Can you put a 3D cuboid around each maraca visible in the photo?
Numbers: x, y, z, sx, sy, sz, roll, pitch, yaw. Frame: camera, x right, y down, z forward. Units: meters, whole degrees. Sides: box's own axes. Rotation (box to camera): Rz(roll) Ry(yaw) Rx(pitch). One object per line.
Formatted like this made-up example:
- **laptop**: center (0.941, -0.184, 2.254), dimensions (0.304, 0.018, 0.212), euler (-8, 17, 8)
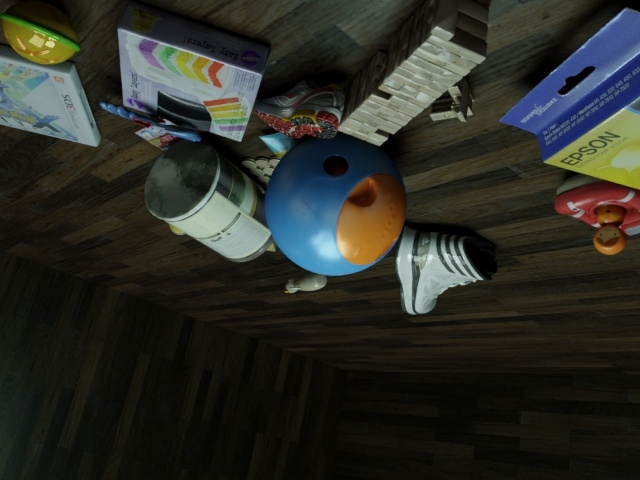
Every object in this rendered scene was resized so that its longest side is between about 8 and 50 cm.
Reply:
- **maraca**: center (-0.478, -0.354, 1.037), dimensions (0.127, 0.099, 0.186), euler (23, -178, -23)

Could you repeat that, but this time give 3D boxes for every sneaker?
- **sneaker**: center (-0.035, -0.244, 1.112), dimensions (0.225, 0.092, 0.088), euler (14, 166, 45)
- **sneaker**: center (0.362, 0.113, 1.703), dimensions (0.258, 0.169, 0.447), euler (6, 156, 18)

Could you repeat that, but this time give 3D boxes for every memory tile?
- **memory tile**: center (-0.111, -0.161, 1.456), dimensions (0.113, 0.012, 0.148), euler (0, 156, 26)

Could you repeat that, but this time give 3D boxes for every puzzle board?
- **puzzle board**: center (-0.353, -0.237, 1.384), dimensions (0.128, 0.011, 0.096), euler (-10, 151, 42)

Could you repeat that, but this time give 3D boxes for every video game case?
- **video game case**: center (-0.664, -0.320, 1.293), dimensions (0.329, 0.036, 0.300), euler (13, 159, -5)

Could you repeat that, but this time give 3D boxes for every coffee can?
- **coffee can**: center (-0.247, -0.087, 1.432), dimensions (0.202, 0.201, 0.275), euler (-1, 159, 28)

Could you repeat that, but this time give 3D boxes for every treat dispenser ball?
- **treat dispenser ball**: center (0.030, -0.073, 1.226), dimensions (0.288, 0.288, 0.288), euler (10, 159, 4)

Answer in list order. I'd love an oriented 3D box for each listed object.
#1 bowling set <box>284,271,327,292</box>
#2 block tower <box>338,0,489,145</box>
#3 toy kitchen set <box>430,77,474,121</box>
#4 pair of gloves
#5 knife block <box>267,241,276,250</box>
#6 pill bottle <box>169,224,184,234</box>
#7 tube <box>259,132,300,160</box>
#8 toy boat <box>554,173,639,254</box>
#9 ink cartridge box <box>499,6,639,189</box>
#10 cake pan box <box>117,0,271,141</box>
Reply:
- **bowling set**: center (0.000, 0.000, 1.652), dimensions (0.154, 0.287, 0.199), euler (-15, 102, 52)
- **block tower**: center (0.135, -0.262, 0.963), dimensions (0.097, 0.090, 0.335), euler (17, 159, -17)
- **toy kitchen set**: center (0.214, -0.232, 1.030), dimensions (0.075, 0.068, 0.083), euler (-2, 155, 32)
- **pair of gloves**: center (-0.339, -0.241, 1.222), dimensions (0.198, 0.023, 0.159), euler (23, -170, 26)
- **knife block**: center (-0.193, -0.059, 1.655), dimensions (0.276, 0.088, 0.242), euler (9, 158, 8)
- **pill bottle**: center (-0.419, -0.065, 1.784), dimensions (0.065, 0.065, 0.116), euler (12, 160, -3)
- **tube**: center (-0.051, -0.177, 1.345), dimensions (0.080, 0.052, 0.207), euler (-12, 145, 24)
- **toy boat**: center (0.580, -0.044, 1.211), dimensions (0.231, 0.151, 0.151), euler (20, 157, -22)
- **ink cartridge box**: center (0.473, -0.181, 0.881), dimensions (0.307, 0.072, 0.303), euler (11, 162, -11)
- **cake pan box**: center (-0.237, -0.294, 1.103), dimensions (0.246, 0.070, 0.267), euler (18, 159, -11)
